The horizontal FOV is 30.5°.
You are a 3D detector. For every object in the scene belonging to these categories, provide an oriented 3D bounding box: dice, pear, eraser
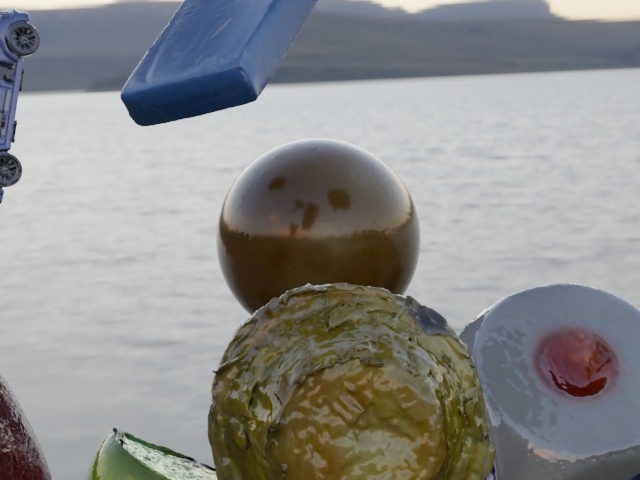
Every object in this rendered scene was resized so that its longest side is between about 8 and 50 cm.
[{"bbox_3d":[0.281,0.226,1.382,0.243,0.251,0.259,-8,44,-11],"label":"dice"},{"bbox_3d":[-0.212,0.436,1.594,0.286,0.282,0.176,26,4,-17],"label":"pear"},{"bbox_3d":[-0.058,-0.229,1.068,0.144,0.042,0.312,-6,43,37],"label":"eraser"}]

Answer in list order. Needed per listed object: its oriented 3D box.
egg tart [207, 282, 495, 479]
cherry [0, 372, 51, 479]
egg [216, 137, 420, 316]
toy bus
[{"bbox_3d":[0.031,0.182,1.118,0.295,0.294,0.116,-3,0,-6],"label":"egg tart"},{"bbox_3d":[-0.387,0.206,1.126,0.206,0.239,0.239,-26,11,-5],"label":"cherry"},{"bbox_3d":[0.000,0.000,1.639,0.283,0.282,0.351,-1,-7,13],"label":"egg"},{"bbox_3d":[-0.289,-0.115,0.988,0.076,0.167,0.073,9,-7,-31],"label":"toy bus"}]
